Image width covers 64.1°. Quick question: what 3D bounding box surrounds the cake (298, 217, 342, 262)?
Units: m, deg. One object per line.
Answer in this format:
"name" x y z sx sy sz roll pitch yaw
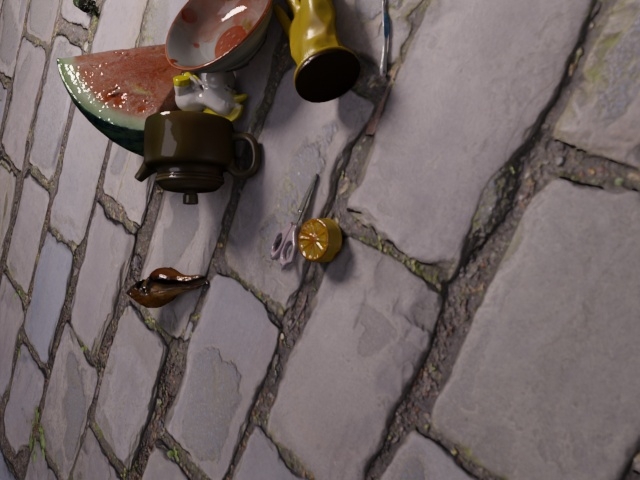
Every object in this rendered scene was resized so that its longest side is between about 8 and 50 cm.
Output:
"cake" 0.000 0.000 0.917 0.084 0.044 0.084 -4 84 40

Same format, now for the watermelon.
"watermelon" -0.434 -0.335 1.175 0.283 0.250 0.292 31 111 32

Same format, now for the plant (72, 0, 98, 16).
"plant" -0.708 -0.716 1.553 0.102 0.051 0.051 32 109 26

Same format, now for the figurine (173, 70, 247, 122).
"figurine" -0.233 -0.311 1.109 0.178 0.109 0.129 -2 80 20

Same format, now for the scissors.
"scissors" -0.045 -0.040 0.967 0.100 0.015 0.189 36 104 57

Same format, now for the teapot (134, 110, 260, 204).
"teapot" -0.257 -0.162 1.062 0.268 0.185 0.175 -1 91 6

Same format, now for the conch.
"conch" -0.366 0.103 1.208 0.233 0.086 0.080 -29 27 22

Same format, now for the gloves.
"gloves" -0.027 -0.402 0.931 0.133 0.116 0.294 -31 62 28

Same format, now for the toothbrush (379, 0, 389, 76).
"toothbrush" 0.108 -0.356 0.862 0.017 0.014 0.162 4 91 59

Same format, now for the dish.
"dish" -0.187 -0.425 1.038 0.260 0.085 0.260 -14 59 23
